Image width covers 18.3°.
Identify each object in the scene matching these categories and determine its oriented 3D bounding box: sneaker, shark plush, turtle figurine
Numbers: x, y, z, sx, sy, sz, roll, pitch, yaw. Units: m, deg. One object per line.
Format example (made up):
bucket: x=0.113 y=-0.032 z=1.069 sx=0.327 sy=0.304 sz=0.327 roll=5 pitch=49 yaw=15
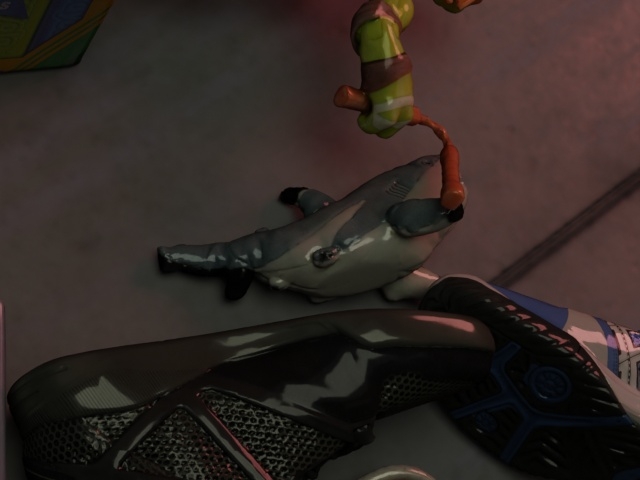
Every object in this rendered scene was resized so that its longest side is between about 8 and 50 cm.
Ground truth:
sneaker: x=-0.019 y=0.103 z=0.914 sx=0.227 sy=0.087 sz=0.130 roll=-10 pitch=76 yaw=-19
sneaker: x=0.142 y=0.078 z=1.001 sx=0.211 sy=0.080 sz=0.081 roll=32 pitch=36 yaw=-4
shark plush: x=0.000 y=0.000 z=0.998 sx=0.161 sy=0.073 sz=0.067 roll=-18 pitch=56 yaw=-5
turtle figurine: x=0.002 y=-0.146 z=1.000 sx=0.217 sy=0.087 sz=0.269 roll=12 pitch=53 yaw=-11

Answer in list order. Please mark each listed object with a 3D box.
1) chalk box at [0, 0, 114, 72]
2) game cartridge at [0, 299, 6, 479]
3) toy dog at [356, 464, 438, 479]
chalk box: x=-0.158 y=-0.174 z=0.897 sx=0.132 sy=0.213 sz=0.132 roll=-7 pitch=72 yaw=-23
game cartridge: x=-0.280 y=0.088 z=0.841 sx=0.294 sy=0.060 sz=0.196 roll=4 pitch=72 yaw=-19
toy dog: x=0.048 y=0.245 z=0.840 sx=0.220 sy=0.161 sz=0.333 roll=42 pitch=62 yaw=-1
